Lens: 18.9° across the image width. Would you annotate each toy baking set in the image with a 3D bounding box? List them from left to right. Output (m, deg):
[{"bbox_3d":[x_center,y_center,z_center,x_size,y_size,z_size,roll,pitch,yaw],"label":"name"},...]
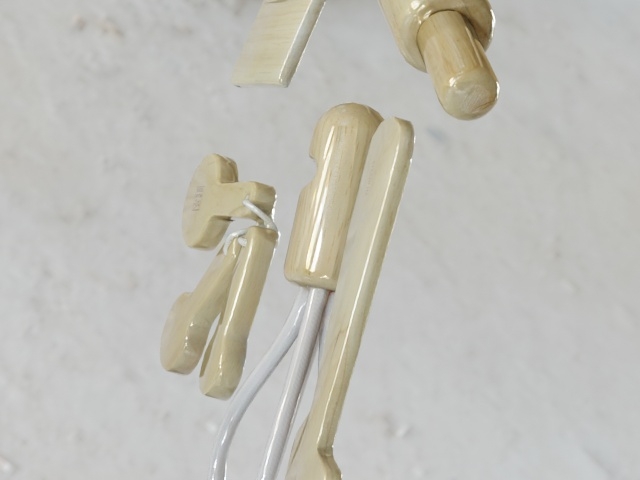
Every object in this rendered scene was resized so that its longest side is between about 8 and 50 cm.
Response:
[{"bbox_3d":[0.002,-0.006,0.604,0.030,0.197,0.256,15,24,-20],"label":"toy baking set"}]
